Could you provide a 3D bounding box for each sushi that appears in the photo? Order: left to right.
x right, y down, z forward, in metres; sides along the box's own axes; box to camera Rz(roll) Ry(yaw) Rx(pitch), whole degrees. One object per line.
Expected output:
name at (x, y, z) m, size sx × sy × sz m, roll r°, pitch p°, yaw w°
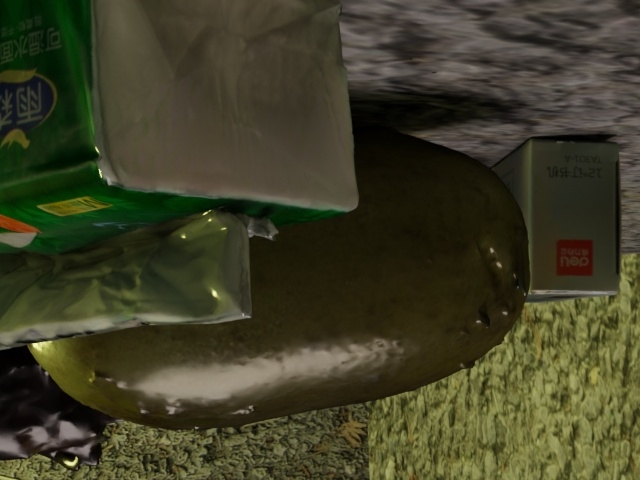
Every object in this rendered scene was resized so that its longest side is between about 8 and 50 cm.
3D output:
sushi at (-0.358, 0.090, 1.140) m, size 0.294 × 0.299 × 0.281 m, roll 3°, pitch -158°, yaw -26°

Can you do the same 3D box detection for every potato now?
potato at (-0.033, 0.025, 0.799) m, size 0.359 × 0.219 × 0.270 m, roll -3°, pitch 178°, yaw -2°

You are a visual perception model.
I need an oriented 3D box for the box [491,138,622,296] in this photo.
box at (0.202, -0.012, 1.025) m, size 0.079 × 0.135 × 0.269 m, roll 2°, pitch 175°, yaw -2°

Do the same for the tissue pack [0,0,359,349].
tissue pack at (-0.108, -0.029, 0.495) m, size 0.209 × 0.156 × 0.148 m, roll -7°, pitch 176°, yaw 38°
